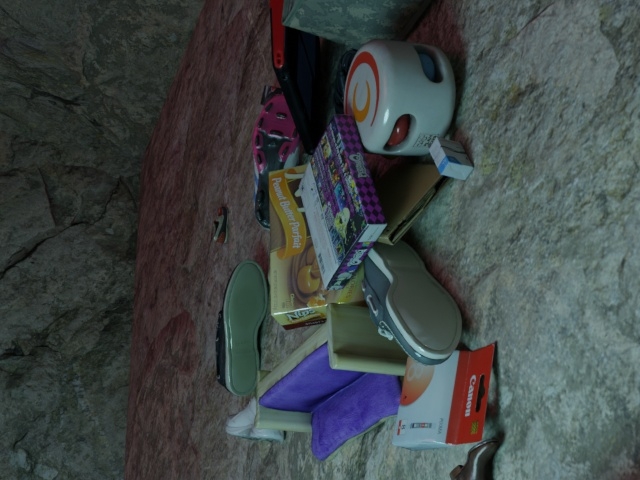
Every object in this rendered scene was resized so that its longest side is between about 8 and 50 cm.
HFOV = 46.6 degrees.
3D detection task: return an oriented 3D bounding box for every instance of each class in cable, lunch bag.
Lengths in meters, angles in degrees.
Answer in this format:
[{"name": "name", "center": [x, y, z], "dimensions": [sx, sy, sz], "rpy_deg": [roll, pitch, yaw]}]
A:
[{"name": "cable", "center": [0.069, -0.327, 1.600], "dimensions": [0.150, 0.047, 0.184], "rpy_deg": [131, 140, -58]}, {"name": "lunch bag", "center": [0.087, -0.500, 1.378], "dimensions": [0.287, 0.235, 0.168], "rpy_deg": [144, 135, -58]}]

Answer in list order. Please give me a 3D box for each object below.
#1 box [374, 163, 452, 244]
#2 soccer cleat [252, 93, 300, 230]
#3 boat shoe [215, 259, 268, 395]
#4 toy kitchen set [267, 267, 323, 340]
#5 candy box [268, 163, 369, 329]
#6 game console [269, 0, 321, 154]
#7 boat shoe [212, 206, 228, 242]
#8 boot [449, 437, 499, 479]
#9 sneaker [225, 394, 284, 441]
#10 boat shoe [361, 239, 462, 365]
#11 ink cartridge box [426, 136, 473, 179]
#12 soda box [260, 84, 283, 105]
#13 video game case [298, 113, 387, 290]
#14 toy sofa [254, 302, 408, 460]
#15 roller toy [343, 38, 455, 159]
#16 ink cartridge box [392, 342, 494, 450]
[{"name": "box", "center": [0.126, -0.068, 1.279], "dimensions": [0.164, 0.021, 0.201], "rpy_deg": [-48, 20, -11]}, {"name": "soccer cleat", "center": [-0.110, -0.189, 1.823], "dimensions": [0.143, 0.116, 0.331], "rpy_deg": [-58, -25, -84]}, {"name": "boat shoe", "center": [-0.213, 0.220, 1.898], "dimensions": [0.113, 0.127, 0.339], "rpy_deg": [-6, 84, 54]}, {"name": "toy kitchen set", "center": [0.016, 0.092, 1.509], "dimensions": [0.207, 0.166, 0.122], "rpy_deg": [58, 150, 5]}, {"name": "candy box", "center": [0.000, 0.000, 1.429], "dimensions": [0.087, 0.183, 0.316], "rpy_deg": [59, -155, -58]}, {"name": "game console", "center": [-0.046, -0.419, 1.642], "dimensions": [0.386, 0.060, 0.341], "rpy_deg": [65, -160, -67]}, {"name": "boat shoe", "center": [-0.319, -0.053, 2.355], "dimensions": [0.049, 0.043, 0.137], "rpy_deg": [127, 146, -50]}, {"name": "boot", "center": [0.223, 0.333, 0.975], "dimensions": [0.106, 0.037, 0.114], "rpy_deg": [-62, 32, 34]}, {"name": "sneaker", "center": [-0.145, 0.407, 1.733], "dimensions": [0.232, 0.090, 0.115], "rpy_deg": [-16, 59, 54]}, {"name": "boat shoe", "center": [0.134, 0.107, 1.184], "dimensions": [0.319, 0.116, 0.099], "rpy_deg": [-111, 32, -58]}, {"name": "ink cartridge box", "center": [0.206, -0.137, 1.189], "dimensions": [0.083, 0.048, 0.028], "rpy_deg": [-106, 34, -45]}, {"name": "soda box", "center": [-0.110, -0.381, 2.006], "dimensions": [0.169, 0.053, 0.060], "rpy_deg": [35, 112, 64]}, {"name": "video game case", "center": [0.031, -0.064, 1.289], "dimensions": [0.210, 0.042, 0.232], "rpy_deg": [119, 143, -51]}, {"name": "toy sofa", "center": [0.012, 0.267, 1.336], "dimensions": [0.362, 0.150, 0.177], "rpy_deg": [132, 142, -50]}, {"name": "roller toy", "center": [0.137, -0.239, 1.269], "dimensions": [0.191, 0.146, 0.209], "rpy_deg": [-153, 64, -68]}, {"name": "ink cartridge box", "center": [0.175, 0.226, 1.077], "dimensions": [0.179, 0.045, 0.145], "rpy_deg": [-40, 31, 60]}]
